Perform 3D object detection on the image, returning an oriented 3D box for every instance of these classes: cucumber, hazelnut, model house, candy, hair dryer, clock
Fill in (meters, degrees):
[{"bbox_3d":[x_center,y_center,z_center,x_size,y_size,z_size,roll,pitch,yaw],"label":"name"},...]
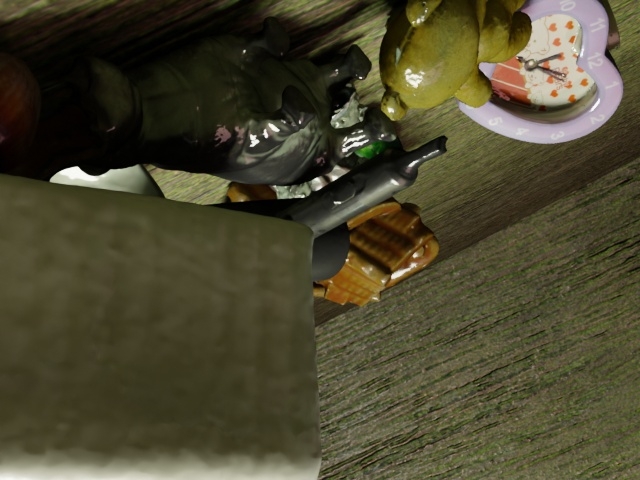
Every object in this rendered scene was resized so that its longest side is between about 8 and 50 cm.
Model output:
[{"bbox_3d":[0.073,-0.110,1.323,0.056,0.056,0.284,-29,174,6],"label":"cucumber"},{"bbox_3d":[-0.209,-0.081,0.674,0.086,0.086,0.086,-27,170,-5],"label":"hazelnut"},{"bbox_3d":[0.001,0.000,1.314,0.219,0.199,0.229,-44,170,17],"label":"model house"},{"bbox_3d":[-0.178,0.070,0.688,0.358,0.208,0.145,10,162,-31],"label":"candy"},{"bbox_3d":[-0.009,-0.029,0.868,0.248,0.078,0.195,-31,164,39],"label":"hair dryer"},{"bbox_3d":[0.221,-0.186,1.146,0.172,0.064,0.198,-19,133,12],"label":"clock"}]

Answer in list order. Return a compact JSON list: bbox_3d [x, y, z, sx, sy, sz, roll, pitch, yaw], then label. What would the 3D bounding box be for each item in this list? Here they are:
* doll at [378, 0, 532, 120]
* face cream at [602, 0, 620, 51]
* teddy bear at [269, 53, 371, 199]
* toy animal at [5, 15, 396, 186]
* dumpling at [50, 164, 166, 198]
[{"bbox_3d":[0.121,-0.188,0.983,0.209,0.097,0.137,-27,135,-46],"label":"doll"},{"bbox_3d":[0.217,-0.207,1.224,0.224,0.070,0.114,-20,171,7],"label":"face cream"},{"bbox_3d":[-0.008,-0.101,1.061,0.133,0.111,0.213,-54,160,-31],"label":"teddy bear"},{"bbox_3d":[-0.091,-0.097,0.820,0.343,0.106,0.168,-8,166,-46],"label":"toy animal"},{"bbox_3d":[-0.201,-0.001,0.936,0.151,0.124,0.229,-22,137,-13],"label":"dumpling"}]
